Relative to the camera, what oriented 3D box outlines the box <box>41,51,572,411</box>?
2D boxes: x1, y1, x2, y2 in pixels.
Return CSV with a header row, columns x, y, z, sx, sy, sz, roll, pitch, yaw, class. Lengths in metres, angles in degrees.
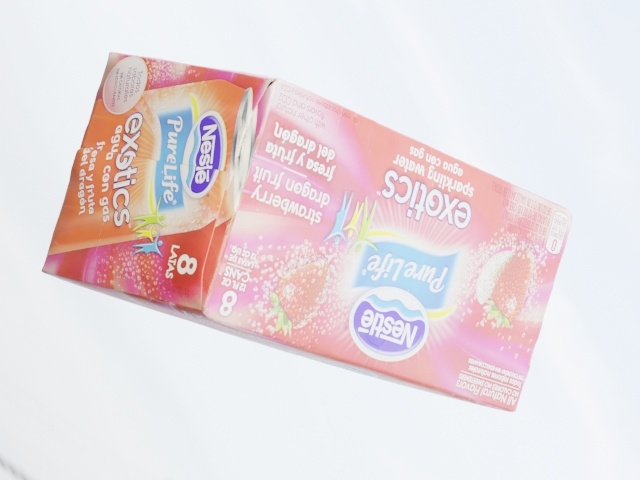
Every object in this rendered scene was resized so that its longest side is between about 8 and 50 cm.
x,y,z,sx,sy,sz,roll,pitch,yaw,class
0.000,0.000,1.003,0.128,0.122,0.257,13,-6,43,box
